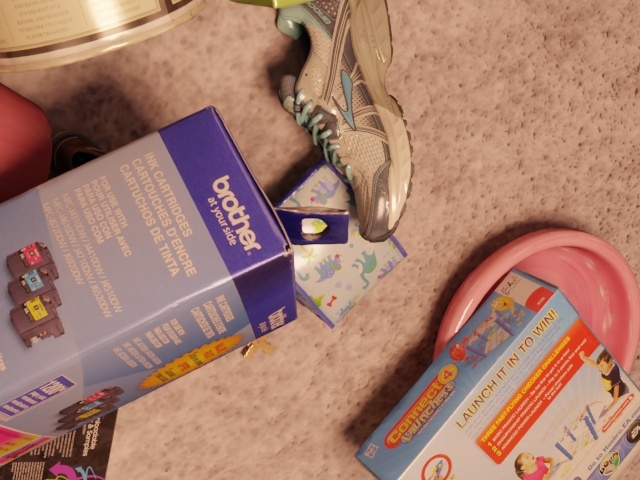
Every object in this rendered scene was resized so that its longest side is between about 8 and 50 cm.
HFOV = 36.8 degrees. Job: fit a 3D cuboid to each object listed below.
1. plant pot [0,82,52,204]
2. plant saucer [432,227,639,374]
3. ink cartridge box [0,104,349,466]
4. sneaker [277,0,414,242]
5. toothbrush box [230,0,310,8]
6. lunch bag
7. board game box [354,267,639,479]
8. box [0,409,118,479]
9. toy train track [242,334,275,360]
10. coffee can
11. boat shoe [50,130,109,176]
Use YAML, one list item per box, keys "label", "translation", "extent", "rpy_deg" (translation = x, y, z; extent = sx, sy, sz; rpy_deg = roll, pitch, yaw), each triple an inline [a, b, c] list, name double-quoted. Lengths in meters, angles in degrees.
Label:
- label: "plant pot"
  translation: [-0.343, -0.083, 0.823]
  extent: [0.180, 0.201, 0.201]
  rpy_deg: [16, 98, -48]
- label: "plant saucer"
  translation: [0.280, 0.138, 1.287]
  extent: [0.332, 0.084, 0.332]
  rpy_deg: [-9, 109, -25]
- label: "ink cartridge box"
  translation: [-0.169, 0.042, 0.848]
  extent: [0.395, 0.270, 0.151]
  rpy_deg: [-28, 76, -7]
- label: "sneaker"
  translation: [0.016, -0.131, 1.017]
  extent: [0.122, 0.110, 0.283]
  rpy_deg: [-7, 79, -15]
- label: "toothbrush box"
  translation: [-0.002, -0.389, 0.939]
  extent: [0.206, 0.122, 0.283]
  rpy_deg: [-20, 115, -22]
- label: "lunch bag"
  translation: [0.000, 0.000, 1.081]
  extent: [0.129, 0.096, 0.151]
  rpy_deg: [-46, 127, -8]
- label: "board game box"
  translation: [0.246, 0.246, 1.204]
  extent: [0.308, 0.086, 0.302]
  rpy_deg: [-48, 121, -7]
- label: "box"
  translation: [-0.303, 0.216, 1.026]
  extent: [0.162, 0.029, 0.116]
  rpy_deg: [7, 103, -29]
- label: "toy train track"
  translation: [-0.066, 0.103, 1.129]
  extent: [0.048, 0.014, 0.083]
  rpy_deg: [38, 80, -25]
- label: "coffee can"
  translation: [-0.229, -0.303, 0.795]
  extent: [0.201, 0.201, 0.275]
  rpy_deg: [-24, 116, -20]
- label: "boat shoe"
  translation: [-0.197, -0.041, 0.977]
  extent: [0.183, 0.066, 0.066]
  rpy_deg: [33, 88, -33]
